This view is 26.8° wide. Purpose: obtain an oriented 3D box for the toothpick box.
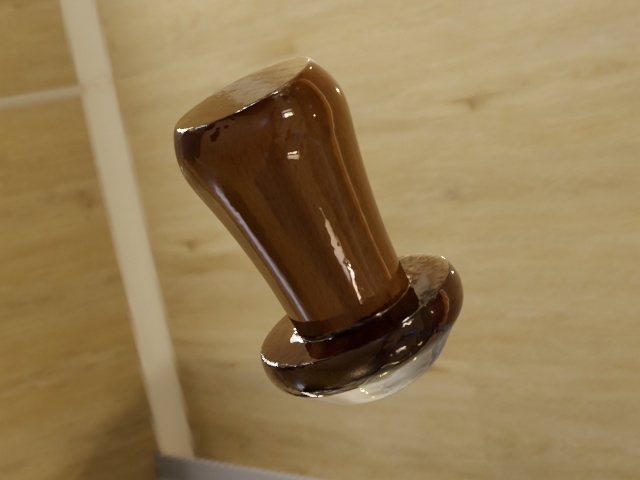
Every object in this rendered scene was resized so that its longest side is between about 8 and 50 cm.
[{"bbox_3d":[0.000,0.000,1.160,0.192,0.192,0.294,0,-58,54],"label":"toothpick box"}]
